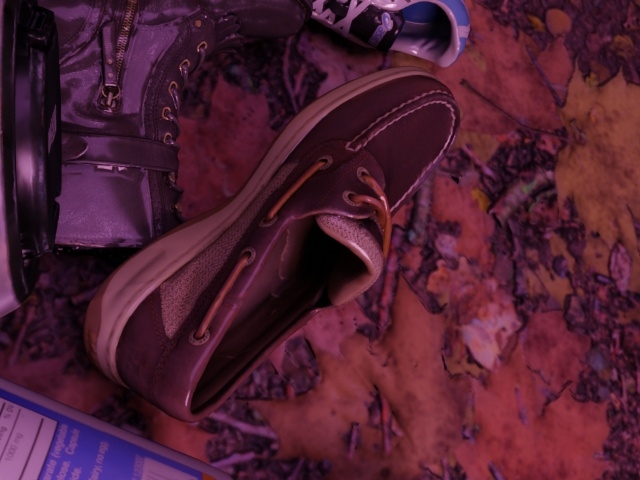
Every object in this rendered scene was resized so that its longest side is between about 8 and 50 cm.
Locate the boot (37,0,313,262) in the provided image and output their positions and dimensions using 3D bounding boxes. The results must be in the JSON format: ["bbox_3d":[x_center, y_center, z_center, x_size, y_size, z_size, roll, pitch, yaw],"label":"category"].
[{"bbox_3d":[-0.120,-0.090,0.791,0.263,0.091,0.229,-3,78,-22],"label":"boot"}]

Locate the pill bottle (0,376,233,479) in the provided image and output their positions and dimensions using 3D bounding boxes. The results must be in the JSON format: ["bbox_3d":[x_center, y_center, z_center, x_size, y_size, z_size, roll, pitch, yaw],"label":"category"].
[{"bbox_3d":[-0.196,0.156,0.615,0.272,0.152,0.152,26,63,-14],"label":"pill bottle"}]

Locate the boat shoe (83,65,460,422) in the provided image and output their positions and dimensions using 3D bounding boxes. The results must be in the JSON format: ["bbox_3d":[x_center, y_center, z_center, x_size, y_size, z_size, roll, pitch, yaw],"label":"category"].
[{"bbox_3d":[0.000,0.000,0.756,0.342,0.123,0.123,-38,46,-28],"label":"boat shoe"}]

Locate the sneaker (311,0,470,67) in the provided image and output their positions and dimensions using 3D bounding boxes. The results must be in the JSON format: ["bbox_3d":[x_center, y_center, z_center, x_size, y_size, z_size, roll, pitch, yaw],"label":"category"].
[{"bbox_3d":[0.022,-0.205,0.883,0.237,0.085,0.086,12,47,-24],"label":"sneaker"}]

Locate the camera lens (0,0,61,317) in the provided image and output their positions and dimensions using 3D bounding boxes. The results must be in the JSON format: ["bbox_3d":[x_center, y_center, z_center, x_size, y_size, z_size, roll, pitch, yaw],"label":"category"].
[{"bbox_3d":[-0.287,-0.062,0.591,0.274,0.219,0.219,0,71,-10],"label":"camera lens"}]
